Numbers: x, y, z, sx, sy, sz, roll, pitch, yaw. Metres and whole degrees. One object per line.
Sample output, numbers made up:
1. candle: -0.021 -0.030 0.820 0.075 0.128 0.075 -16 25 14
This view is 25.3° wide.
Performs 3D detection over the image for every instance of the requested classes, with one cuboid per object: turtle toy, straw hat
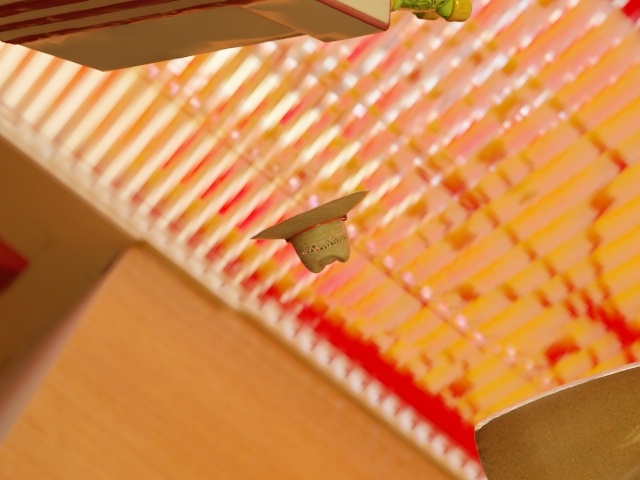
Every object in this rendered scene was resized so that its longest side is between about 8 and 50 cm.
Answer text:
1. turtle toy: 0.067 -0.220 1.192 0.130 0.095 0.066 -155 -110 -64
2. straw hat: 0.000 0.000 1.456 0.144 0.061 0.144 -23 178 -1

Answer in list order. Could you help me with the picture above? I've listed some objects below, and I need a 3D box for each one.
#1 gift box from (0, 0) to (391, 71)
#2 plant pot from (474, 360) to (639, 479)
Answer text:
1. gift box: -0.102 -0.253 0.760 0.258 0.255 0.276 -3 -94 37
2. plant pot: 0.348 0.244 1.630 0.254 0.237 0.237 -35 -162 18
